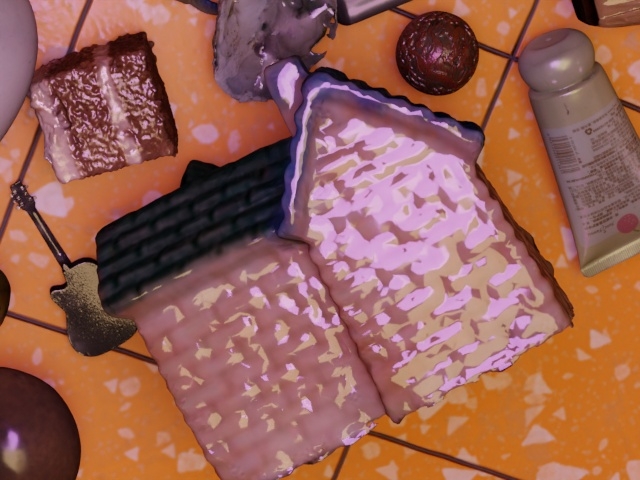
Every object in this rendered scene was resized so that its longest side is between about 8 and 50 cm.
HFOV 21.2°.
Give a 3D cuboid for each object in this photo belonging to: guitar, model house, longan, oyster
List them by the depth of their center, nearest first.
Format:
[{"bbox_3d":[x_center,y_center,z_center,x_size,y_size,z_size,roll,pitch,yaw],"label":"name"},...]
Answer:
[{"bbox_3d":[-0.066,-0.278,1.917,0.199,0.087,0.252,-30,121,8],"label":"oyster"},{"bbox_3d":[0.000,0.000,1.919,0.445,0.395,0.400,-29,97,9],"label":"model house"},{"bbox_3d":[-0.364,0.236,1.982,0.167,0.167,0.187,-29,87,-4],"label":"longan"},{"bbox_3d":[-0.298,0.030,2.007,0.088,0.025,0.233,-30,109,-2],"label":"guitar"}]

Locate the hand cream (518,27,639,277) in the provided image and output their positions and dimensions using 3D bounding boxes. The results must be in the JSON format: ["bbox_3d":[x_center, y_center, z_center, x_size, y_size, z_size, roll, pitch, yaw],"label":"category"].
[{"bbox_3d":[0.334,-0.110,2.078,0.147,0.093,0.306,-27,110,-3],"label":"hand cream"}]

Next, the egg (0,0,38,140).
[{"bbox_3d":[-0.456,-0.149,1.818,0.230,0.230,0.371,41,97,-19],"label":"egg"}]

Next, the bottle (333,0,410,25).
[{"bbox_3d":[0.121,-0.333,1.982,0.254,0.079,0.096,-22,72,-5],"label":"bottle"}]

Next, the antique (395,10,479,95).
[{"bbox_3d":[0.137,-0.219,2.001,0.104,0.104,0.104,-3,105,-12],"label":"antique"}]

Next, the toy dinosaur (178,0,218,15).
[{"bbox_3d":[-0.177,-0.363,1.918,0.248,0.075,0.188,24,72,-40],"label":"toy dinosaur"}]

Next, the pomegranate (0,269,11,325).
[{"bbox_3d":[-0.422,0.057,1.950,0.142,0.114,0.114,40,93,9],"label":"pomegranate"}]

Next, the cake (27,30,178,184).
[{"bbox_3d":[-0.245,-0.148,1.922,0.147,0.134,0.135,-17,107,2],"label":"cake"}]

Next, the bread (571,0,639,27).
[{"bbox_3d":[0.383,-0.359,1.998,0.212,0.142,0.224,-20,107,-3],"label":"bread"}]
